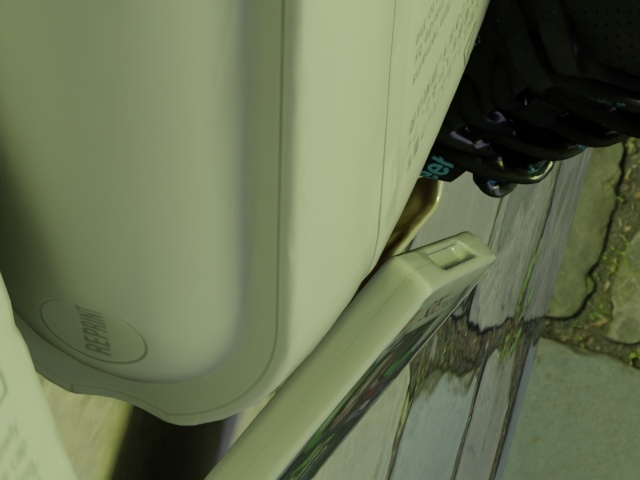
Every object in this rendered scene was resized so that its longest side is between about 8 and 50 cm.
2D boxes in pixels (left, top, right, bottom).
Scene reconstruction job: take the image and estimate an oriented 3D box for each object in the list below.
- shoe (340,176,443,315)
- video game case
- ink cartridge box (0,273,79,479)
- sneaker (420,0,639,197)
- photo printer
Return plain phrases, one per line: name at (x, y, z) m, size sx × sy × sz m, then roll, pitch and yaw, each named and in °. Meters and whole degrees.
shoe at (0.000, 0.000, 0.743) m, size 0.219 × 0.058 × 0.076 m, roll -49°, pitch 152°, yaw -65°
video game case at (-0.009, 0.078, 0.707) m, size 0.190 × 0.022 × 0.173 m, roll -50°, pitch 172°, yaw 11°
ink cartridge box at (-0.137, 0.158, 0.329) m, size 0.308 × 0.091 × 0.385 m, roll -62°, pitch 145°, yaw -45°
sneaker at (0.088, -0.069, 0.612) m, size 0.139 × 0.125 × 0.341 m, roll -65°, pitch -157°, yaw 3°
photo printer at (-0.009, -0.126, 0.418) m, size 0.307 × 0.107 × 0.256 m, roll 92°, pitch 17°, yaw -50°
